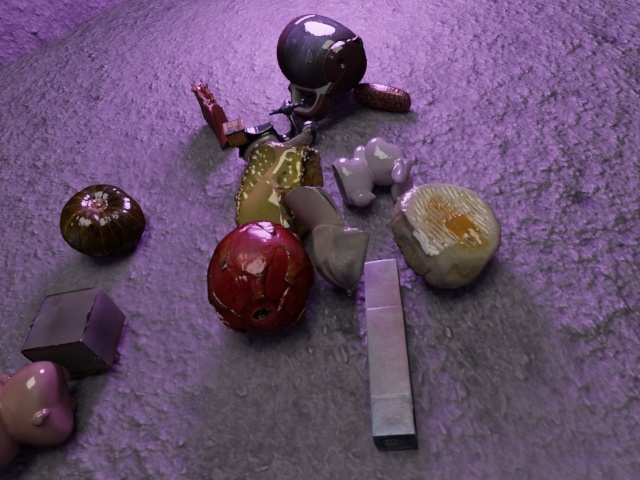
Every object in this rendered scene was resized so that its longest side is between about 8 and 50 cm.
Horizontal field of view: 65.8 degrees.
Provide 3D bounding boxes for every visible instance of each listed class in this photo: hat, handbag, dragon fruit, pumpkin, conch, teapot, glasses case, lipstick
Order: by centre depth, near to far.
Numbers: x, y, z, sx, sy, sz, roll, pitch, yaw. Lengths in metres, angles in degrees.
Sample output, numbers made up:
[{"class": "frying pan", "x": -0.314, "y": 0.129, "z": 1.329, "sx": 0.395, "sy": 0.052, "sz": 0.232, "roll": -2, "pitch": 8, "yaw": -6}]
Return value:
[{"class": "lipstick", "x": 0.131, "y": 0.204, "z": 0.959, "sx": 0.076, "sy": 0.080, "sz": 0.371, "roll": -8, "pitch": 47, "yaw": 11}, {"class": "dragon fruit", "x": -0.130, "y": 0.075, "z": 1.053, "sx": 0.241, "sy": 0.241, "sz": 0.252, "roll": 2, "pitch": 32, "yaw": 18}, {"class": "hat", "x": 0.000, "y": 0.000, "z": 1.063, "sx": 0.226, "sy": 0.219, "sz": 0.164, "roll": 25, "pitch": 77, "yaw": 5}, {"class": "pumpkin", "x": -0.591, "y": -0.043, "z": 1.349, "sx": 0.219, "sy": 0.162, "sz": 0.219, "roll": 10, "pitch": 46, "yaw": -10}, {"class": "conch", "x": -0.113, "y": -0.212, "z": 1.367, "sx": 0.234, "sy": 0.137, "sz": 0.114, "roll": 1, "pitch": 35, "yaw": 43}, {"class": "glasses case", "x": 0.183, "y": -0.438, "z": 1.516, "sx": 0.194, "sy": 0.073, "sz": 0.049, "roll": 20, "pitch": 67, "yaw": 31}, {"class": "teapot", "x": 0.002, "y": -0.526, "z": 1.542, "sx": 0.315, "sy": 0.233, "sz": 0.312, "roll": -61, "pitch": 36, "yaw": 15}, {"class": "handbag", "x": -0.347, "y": -0.409, "z": 1.589, "sx": 0.059, "sy": 0.157, "sz": 0.212, "roll": -28, "pitch": 48, "yaw": -9}]

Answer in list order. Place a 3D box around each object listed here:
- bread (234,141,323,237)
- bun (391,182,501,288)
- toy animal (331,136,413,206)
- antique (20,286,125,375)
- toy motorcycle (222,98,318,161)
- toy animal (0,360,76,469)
[{"class": "bread", "x": -0.105, "y": -0.114, "z": 1.261, "sx": 0.204, "sy": 0.162, "sz": 0.262, "roll": 13, "pitch": 77, "yaw": 24}, {"class": "bun", "x": 0.255, "y": -0.008, "z": 1.065, "sx": 0.243, "sy": 0.153, "sz": 0.244, "roll": 5, "pitch": 50, "yaw": -6}, {"class": "toy animal", "x": 0.132, "y": -0.164, "z": 1.252, "sx": 0.193, "sy": 0.127, "sz": 0.179, "roll": -14, "pitch": 49, "yaw": 2}, {"class": "antique", "x": -0.538, "y": 0.211, "z": 1.102, "sx": 0.146, "sy": 0.148, "sz": 0.152, "roll": -9, "pitch": 47, "yaw": 8}, {"class": "toy motorcycle", "x": -0.135, "y": -0.315, "z": 1.446, "sx": 0.263, "sy": 0.157, "sz": 0.091, "roll": -20, "pitch": 49, "yaw": 0}, {"class": "toy animal", "x": -0.613, "y": 0.348, "z": 0.974, "sx": 0.221, "sy": 0.210, "sz": 0.229, "roll": -9, "pitch": 11, "yaw": 16}]
